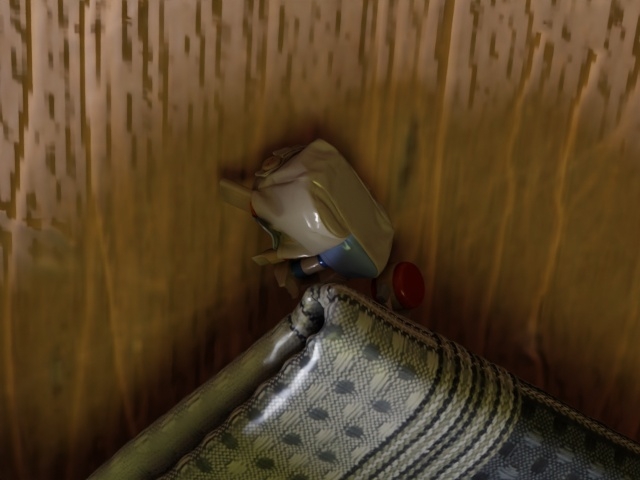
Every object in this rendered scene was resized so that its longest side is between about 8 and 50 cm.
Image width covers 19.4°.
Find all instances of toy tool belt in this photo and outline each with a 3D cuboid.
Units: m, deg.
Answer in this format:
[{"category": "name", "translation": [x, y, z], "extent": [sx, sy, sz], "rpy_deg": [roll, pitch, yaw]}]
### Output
[{"category": "toy tool belt", "translation": [0.000, 0.000, 0.737], "extent": [0.051, 0.052, 0.083], "rpy_deg": [-13, 130, 34]}]

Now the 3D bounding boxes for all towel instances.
[{"category": "towel", "translation": [0.022, 0.174, 0.838], "extent": [0.312, 0.056, 0.324], "rpy_deg": [29, 124, -27]}]
